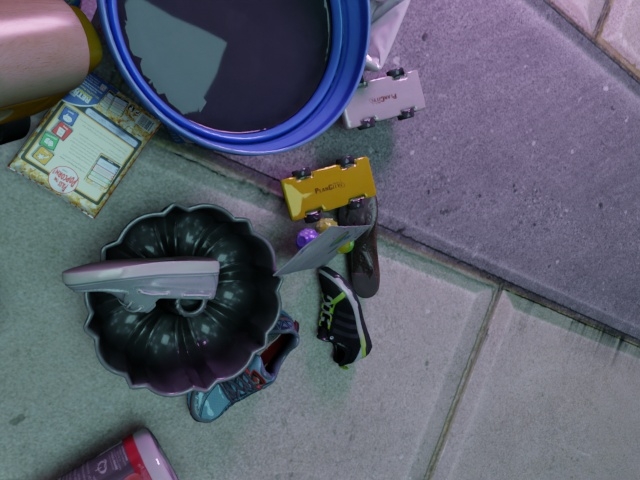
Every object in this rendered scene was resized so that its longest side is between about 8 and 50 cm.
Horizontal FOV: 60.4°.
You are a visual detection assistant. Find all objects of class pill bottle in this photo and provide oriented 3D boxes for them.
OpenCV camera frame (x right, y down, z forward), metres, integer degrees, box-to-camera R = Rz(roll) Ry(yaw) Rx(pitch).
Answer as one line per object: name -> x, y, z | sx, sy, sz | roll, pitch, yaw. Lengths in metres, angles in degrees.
pill bottle -> -0.392, 0.471, 0.910 | 0.318, 0.176, 0.176 | -29, 112, -20

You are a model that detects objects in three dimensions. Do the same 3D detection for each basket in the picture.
basket -> 0.076, -0.412, 1.029 | 0.113, 0.103, 0.167 | 24, 89, -30

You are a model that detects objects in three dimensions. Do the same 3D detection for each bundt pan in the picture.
bundt pan -> -0.238, 0.091, 0.948 | 0.331, 0.124, 0.331 | -5, 102, -28

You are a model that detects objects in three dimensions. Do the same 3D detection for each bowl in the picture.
bowl -> -0.109, -0.316, 0.768 | 0.391, 0.077, 0.391 | -6, 101, -30

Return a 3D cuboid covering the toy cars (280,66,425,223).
toy cars -> 0.056, -0.188, 1.075 | 0.176, 0.087, 0.393 | 35, 79, -22

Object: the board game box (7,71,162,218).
board game box -> -0.370, -0.154, 0.874 | 0.147, 0.045, 0.193 | 37, 82, -29

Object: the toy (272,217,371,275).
toy -> 0.000, 0.000, 1.017 | 0.137, 0.056, 0.237 | -41, 164, 17

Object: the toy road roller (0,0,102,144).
toy road roller -> -0.459, -0.240, 0.658 | 0.202, 0.329, 0.240 | -44, 111, -53

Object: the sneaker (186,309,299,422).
sneaker -> -0.143, 0.237, 1.025 | 0.262, 0.125, 0.104 | -48, 117, -12

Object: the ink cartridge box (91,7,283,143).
ink cartridge box -> -0.211, -0.294, 0.860 | 0.168, 0.171, 0.232 | -39, 114, -16

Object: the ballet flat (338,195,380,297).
ballet flat -> 0.087, -0.003, 1.146 | 0.084, 0.058, 0.250 | -6, 100, 13

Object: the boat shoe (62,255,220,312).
boat shoe -> -0.258, 0.069, 0.817 | 0.227, 0.079, 0.081 | -2, 96, -31

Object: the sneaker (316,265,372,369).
sneaker -> 0.034, 0.168, 1.130 | 0.097, 0.084, 0.234 | -30, 112, -19

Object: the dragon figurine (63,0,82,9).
dragon figurine -> -0.366, -0.349, 0.751 | 0.085, 0.289, 0.144 | 44, 40, -29
